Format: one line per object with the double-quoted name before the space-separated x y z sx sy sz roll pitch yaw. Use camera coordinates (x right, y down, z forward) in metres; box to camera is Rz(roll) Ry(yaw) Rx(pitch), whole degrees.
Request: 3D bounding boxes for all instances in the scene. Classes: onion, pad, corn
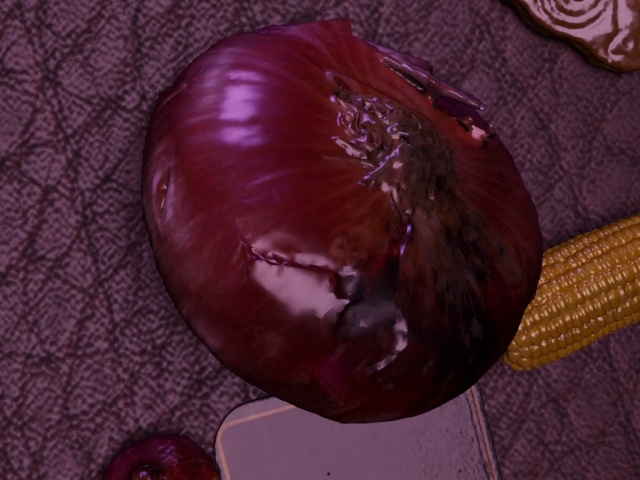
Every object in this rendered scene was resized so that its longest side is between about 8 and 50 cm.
"onion" 0.000 0.000 1.285 0.348 0.285 0.347 20 51 -28
"onion" -0.135 0.213 1.329 0.107 0.097 0.107 -4 70 11
"pad" 0.032 0.309 1.373 0.315 0.063 0.375 -15 92 -8
"corn" 0.253 0.033 1.390 0.244 0.093 0.093 -25 94 -9

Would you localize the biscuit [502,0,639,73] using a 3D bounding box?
"biscuit" 0.251 -0.301 1.410 0.273 0.049 0.257 42 85 -6
